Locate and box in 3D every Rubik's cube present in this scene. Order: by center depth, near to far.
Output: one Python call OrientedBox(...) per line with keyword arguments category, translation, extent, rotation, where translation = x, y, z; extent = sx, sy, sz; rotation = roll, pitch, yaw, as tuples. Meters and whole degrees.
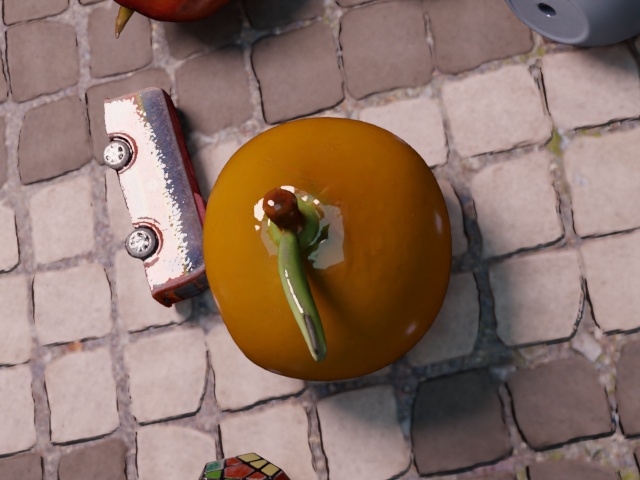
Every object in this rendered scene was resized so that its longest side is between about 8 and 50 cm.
OrientedBox(category="Rubik's cube", translation=(-0.062, 0.228, 0.901), extent=(0.093, 0.111, 0.111), rotation=(22, 86, -9))

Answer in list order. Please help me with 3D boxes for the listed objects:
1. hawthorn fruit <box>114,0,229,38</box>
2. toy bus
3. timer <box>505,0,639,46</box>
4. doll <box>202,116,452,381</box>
OrientedBox(category="hawthorn fruit", translation=(-0.137, -0.270, 0.987), extent=(0.179, 0.179, 0.200), rotation=(38, 112, 19))
OrientedBox(category="toy bus", translation=(-0.143, -0.041, 0.993), extent=(0.077, 0.065, 0.192), rotation=(-20, 75, 4))
OrientedBox(category="timer", translation=(0.230, -0.271, 0.901), extent=(0.175, 0.175, 0.255), rotation=(11, 55, 18))
OrientedBox(category="doll", translation=(0.000, 0.000, 0.851), extent=(0.213, 0.236, 0.213), rotation=(-2, 80, 10))
